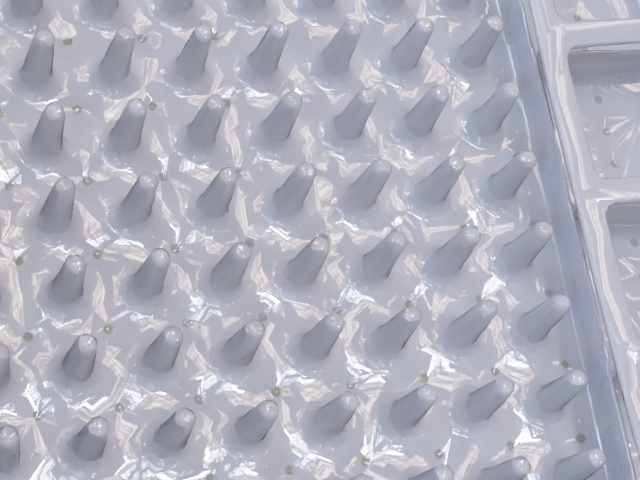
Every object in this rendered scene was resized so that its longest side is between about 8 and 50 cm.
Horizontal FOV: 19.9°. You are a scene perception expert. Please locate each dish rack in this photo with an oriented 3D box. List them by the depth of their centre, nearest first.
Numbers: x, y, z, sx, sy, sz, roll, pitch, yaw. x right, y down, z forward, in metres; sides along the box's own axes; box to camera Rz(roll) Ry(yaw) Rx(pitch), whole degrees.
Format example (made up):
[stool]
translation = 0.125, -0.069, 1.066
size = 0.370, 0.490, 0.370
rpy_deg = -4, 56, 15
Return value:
[dish rack]
translation = 0.000, 0.000, 0.565
size = 0.333, 0.285, 0.072
rpy_deg = -4, 160, -19
